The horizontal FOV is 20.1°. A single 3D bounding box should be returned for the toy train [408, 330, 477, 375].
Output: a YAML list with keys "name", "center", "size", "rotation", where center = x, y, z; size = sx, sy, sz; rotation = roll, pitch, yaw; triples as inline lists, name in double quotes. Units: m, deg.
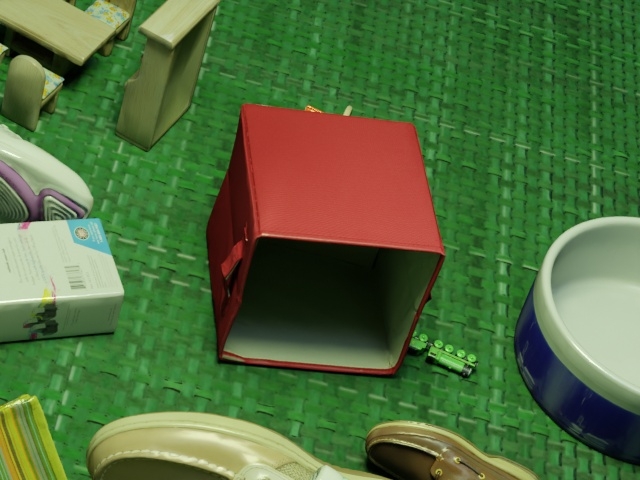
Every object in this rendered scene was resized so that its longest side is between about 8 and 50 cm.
- name: "toy train"
  center: [0.122, 0.117, 1.862]
  size: [0.083, 0.017, 0.023]
  rotation: [23, 53, 3]

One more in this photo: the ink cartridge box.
- name: "ink cartridge box"
  center: [-0.293, 0.040, 1.753]
  size: [0.181, 0.061, 0.104]
  rotation: [-4, 48, -24]

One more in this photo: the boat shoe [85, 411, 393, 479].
- name: "boat shoe"
  center: [-0.046, 0.247, 1.595]
  size: [0.341, 0.121, 0.110]
  rotation: [16, 43, -6]

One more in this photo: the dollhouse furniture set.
- name: "dollhouse furniture set"
  center: [-0.252, -0.234, 1.968]
  size: [0.242, 0.161, 0.212]
  rotation: [28, 44, 9]

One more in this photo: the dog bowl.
- name: "dog bowl"
  center: [0.341, 0.103, 1.892]
  size: [0.265, 0.104, 0.265]
  rotation: [10, 44, -10]

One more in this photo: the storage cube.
- name: "storage cube"
  center: [0.000, 0.000, 1.813]
  size: [0.215, 0.183, 0.193]
  rotation: [5, 44, -15]

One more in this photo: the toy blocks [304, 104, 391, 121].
- name: "toy blocks"
  center: [-0.004, -0.113, 2.017]
  size: [0.148, 0.054, 0.123]
  rotation: [21, 44, 1]

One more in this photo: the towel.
- name: "towel"
  center: [-0.323, 0.225, 1.549]
  size: [0.237, 0.021, 0.102]
  rotation: [-28, 100, -38]

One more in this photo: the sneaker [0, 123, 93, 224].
- name: "sneaker"
  center: [-0.361, -0.111, 1.839]
  size: [0.305, 0.114, 0.152]
  rotation: [24, 45, 4]

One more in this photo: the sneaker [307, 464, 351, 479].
- name: "sneaker"
  center: [-0.004, 0.332, 1.498]
  size: [0.151, 0.094, 0.256]
  rotation: [34, 78, -2]

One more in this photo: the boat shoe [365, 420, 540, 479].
- name: "boat shoe"
  center: [0.125, 0.226, 1.720]
  size: [0.178, 0.064, 0.060]
  rotation: [23, 41, -1]
